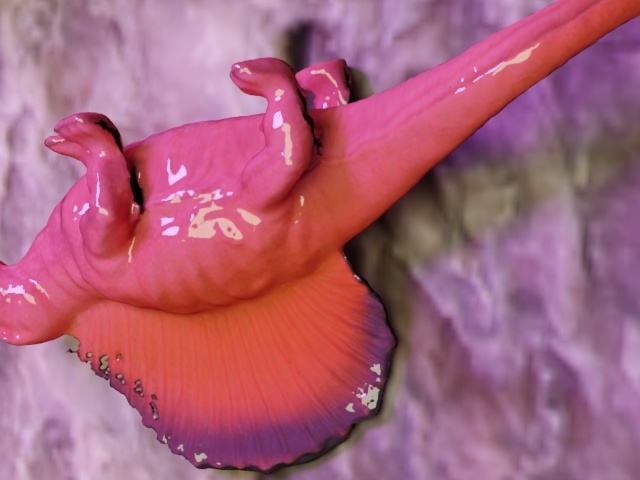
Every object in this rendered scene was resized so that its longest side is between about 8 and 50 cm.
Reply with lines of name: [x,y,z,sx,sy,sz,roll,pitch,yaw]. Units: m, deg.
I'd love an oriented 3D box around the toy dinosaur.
toy dinosaur: [-0.001,0.008,0.455,0.286,0.070,0.139,-14,93,22]
